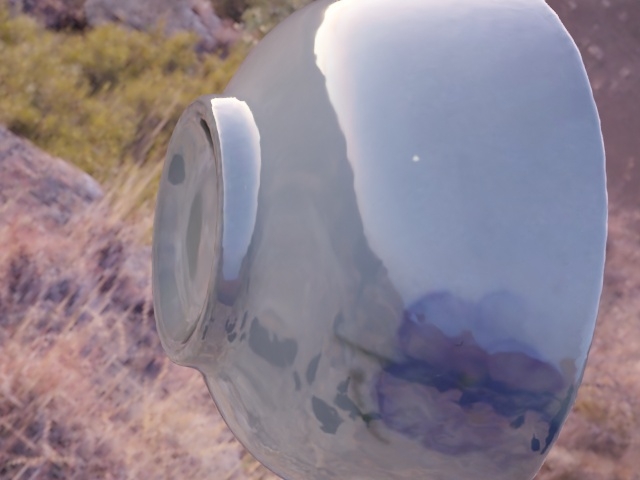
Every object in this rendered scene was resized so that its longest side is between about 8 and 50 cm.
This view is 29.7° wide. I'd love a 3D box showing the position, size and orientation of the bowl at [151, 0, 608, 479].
[{"bbox_3d":[0.000,0.000,0.605,0.146,0.289,0.289,4,39,-23],"label":"bowl"}]
